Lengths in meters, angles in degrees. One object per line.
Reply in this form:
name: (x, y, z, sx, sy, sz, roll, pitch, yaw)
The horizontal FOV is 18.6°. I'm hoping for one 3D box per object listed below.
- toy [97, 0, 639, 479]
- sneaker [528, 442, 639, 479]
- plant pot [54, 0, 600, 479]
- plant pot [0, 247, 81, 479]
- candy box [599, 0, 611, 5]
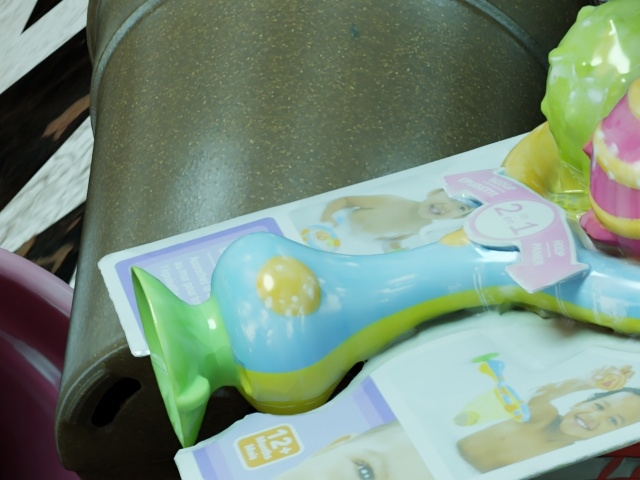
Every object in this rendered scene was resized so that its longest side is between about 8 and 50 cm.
toy: (0.071, -0.017, 0.429, 0.237, 0.056, 0.137, -20, 31, -7)
sneaker: (-0.010, 0.119, 0.456, 0.279, 0.107, 0.118, -41, 29, 17)
plant pot: (0.000, 0.000, 0.569, 0.167, 0.167, 0.165, -31, 36, 35)
plant pot: (-0.159, 0.109, 0.646, 0.201, 0.201, 0.180, -59, 9, -23)
candy box: (0.026, -0.108, 0.639, 0.109, 0.187, 0.053, -27, 53, 40)
